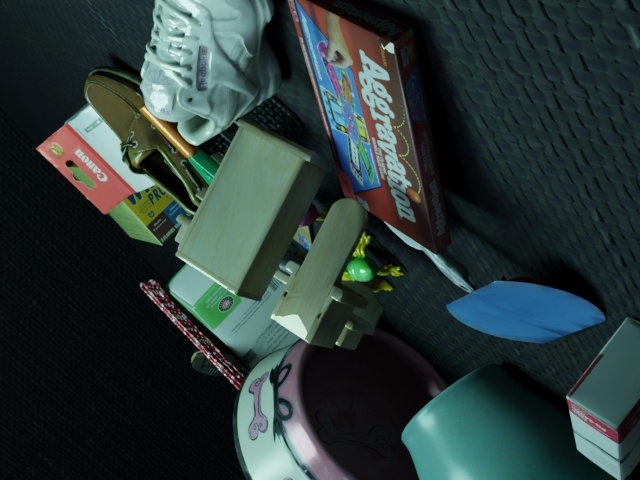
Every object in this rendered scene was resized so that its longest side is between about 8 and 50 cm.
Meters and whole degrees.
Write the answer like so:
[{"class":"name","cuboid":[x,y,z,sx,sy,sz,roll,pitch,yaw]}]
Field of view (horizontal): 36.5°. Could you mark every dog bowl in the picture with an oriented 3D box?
[{"class":"dog bowl","cuboid":[0.069,0.313,1.609,0.408,0.408,0.150,42,129,2]}]

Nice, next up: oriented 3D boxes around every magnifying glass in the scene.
[{"class":"magnifying glass","cuboid":[-0.153,-0.101,1.308,0.231,0.026,0.092,44,167,-15]}]

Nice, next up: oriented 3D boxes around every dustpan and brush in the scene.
[{"class":"dustpan and brush","cuboid":[0.106,-0.021,1.097,0.211,0.060,0.147,37,165,20]}]

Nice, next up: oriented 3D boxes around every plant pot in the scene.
[{"class":"plant pot","cuboid":[0.258,0.322,1.354,0.255,0.271,0.272,54,171,23]}]

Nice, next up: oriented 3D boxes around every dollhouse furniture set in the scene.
[{"class":"dollhouse furniture set","cuboid":[0.019,0.005,1.174,0.303,0.174,0.355,30,-174,35]}]

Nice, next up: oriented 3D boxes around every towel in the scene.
[{"class":"towel","cuboid":[-0.217,0.181,1.790,0.275,0.031,0.199,45,173,6]}]

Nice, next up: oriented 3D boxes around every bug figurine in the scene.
[{"class":"bug figurine","cuboid":[0.000,0.000,1.434,0.279,0.072,0.216,45,166,-9]}]

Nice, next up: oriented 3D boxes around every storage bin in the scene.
[{"class":"storage bin","cuboid":[-0.101,-0.137,1.275,0.122,0.084,0.180,42,166,2]}]

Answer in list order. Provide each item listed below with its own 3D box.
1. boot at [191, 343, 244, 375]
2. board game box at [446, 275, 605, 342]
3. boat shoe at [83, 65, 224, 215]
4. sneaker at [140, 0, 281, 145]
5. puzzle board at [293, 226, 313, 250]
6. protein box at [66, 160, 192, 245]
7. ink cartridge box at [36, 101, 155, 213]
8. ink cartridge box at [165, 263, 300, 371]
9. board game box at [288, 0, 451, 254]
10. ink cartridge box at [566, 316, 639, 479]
[{"class":"boot","cuboid":[-0.189,0.199,1.979,0.198,0.077,0.137,5,-134,-39]},{"class":"board game box","cuboid":[0.219,0.064,1.045,0.133,0.033,0.168,20,155,-16]},{"class":"boat shoe","cuboid":[-0.275,-0.163,1.580,0.307,0.104,0.111,37,146,3]},{"class":"sneaker","cuboid":[-0.122,-0.201,0.996,0.114,0.152,0.305,39,165,23]},{"class":"puzzle board","cuboid":[-0.049,-0.029,1.611,0.096,0.011,0.128,37,166,16]},{"class":"protein box","cuboid":[-0.362,-0.115,1.913,0.201,0.136,0.200,51,161,-23]},{"class":"ink cartridge box","cuboid":[-0.374,-0.156,1.724,0.181,0.224,0.056,47,-159,-21]},{"class":"ink cartridge box","cuboid":[-0.113,0.117,1.806,0.121,0.211,0.289,26,159,50]},{"class":"board game box","cuboid":[0.052,-0.113,0.946,0.145,0.027,0.281,34,156,36]},{"class":"ink cartridge box","cuboid":[0.310,0.164,0.988,0.063,0.109,0.150,33,163,32]}]
